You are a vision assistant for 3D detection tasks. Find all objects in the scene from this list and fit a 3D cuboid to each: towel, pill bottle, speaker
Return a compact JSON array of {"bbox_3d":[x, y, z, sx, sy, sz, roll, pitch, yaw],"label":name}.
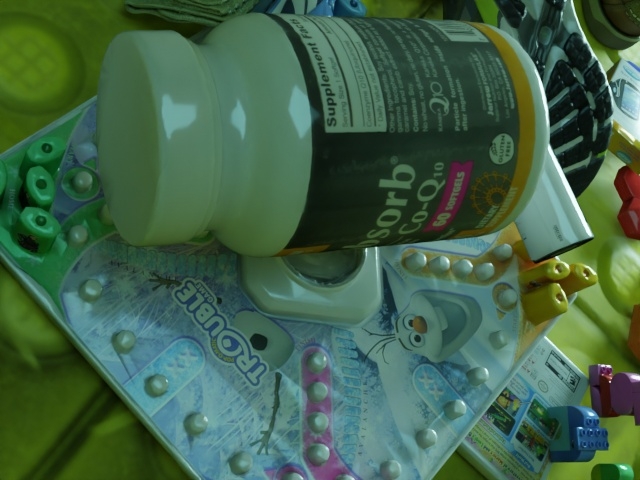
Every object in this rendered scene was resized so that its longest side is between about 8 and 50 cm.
[{"bbox_3d":[-0.081,-0.222,0.742,0.110,0.027,0.148,19,53,22],"label":"towel"},{"bbox_3d":[0.002,-0.071,0.617,0.278,0.162,0.162,-6,76,-28],"label":"pill bottle"},{"bbox_3d":[0.175,-0.053,0.762,0.055,0.055,0.136,-15,77,-32],"label":"speaker"}]

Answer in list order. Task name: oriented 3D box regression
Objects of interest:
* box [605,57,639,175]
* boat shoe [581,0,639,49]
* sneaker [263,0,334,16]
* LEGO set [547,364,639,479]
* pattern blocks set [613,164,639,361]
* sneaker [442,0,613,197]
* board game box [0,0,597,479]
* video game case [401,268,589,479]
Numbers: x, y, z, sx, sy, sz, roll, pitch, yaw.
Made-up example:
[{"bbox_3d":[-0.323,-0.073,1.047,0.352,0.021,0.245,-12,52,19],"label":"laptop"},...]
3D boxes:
[{"bbox_3d":[0.328,-0.136,0.959,0.081,0.028,0.136,40,46,-3],"label":"box"},{"bbox_3d":[0.343,-0.372,1.019,0.110,0.104,0.307,-2,74,-30],"label":"boat shoe"},{"bbox_3d":[-0.013,-0.172,0.717,0.059,0.053,0.144,34,67,-10],"label":"sneaker"},{"bbox_3d":[0.251,0.211,0.753,0.087,0.093,0.227,9,73,-33],"label":"LEGO set"},{"bbox_3d":[0.422,0.087,0.947,0.285,0.026,0.325,7,69,-27],"label":"pattern blocks set"},{"bbox_3d":[0.184,-0.172,0.856,0.111,0.121,0.300,-21,104,-18],"label":"sneaker"},{"bbox_3d":[0.000,0.000,0.713,0.390,0.050,0.390,49,56,-2],"label":"board game box"},{"bbox_3d":[0.153,0.126,0.788,0.157,0.019,0.143,43,58,-10],"label":"video game case"}]
